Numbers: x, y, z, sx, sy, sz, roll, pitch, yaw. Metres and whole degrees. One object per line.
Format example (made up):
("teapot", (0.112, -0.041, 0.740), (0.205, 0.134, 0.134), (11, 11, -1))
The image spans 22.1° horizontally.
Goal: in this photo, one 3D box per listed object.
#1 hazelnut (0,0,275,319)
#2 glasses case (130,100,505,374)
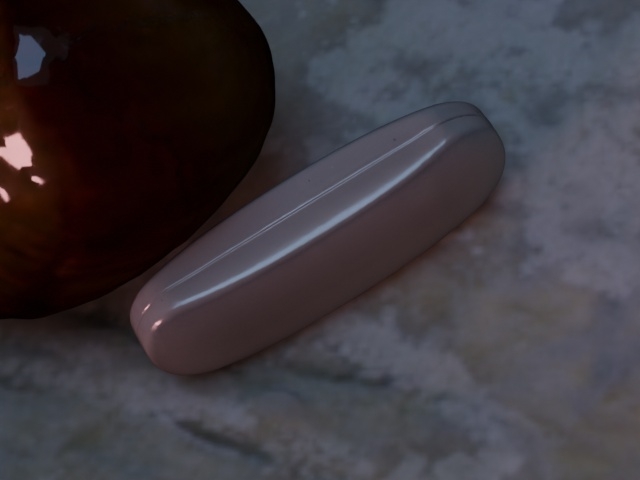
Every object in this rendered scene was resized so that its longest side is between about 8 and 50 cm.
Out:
("hazelnut", (-0.135, -0.072, 0.774), (0.251, 0.217, 0.217), (12, 66, 44))
("glasses case", (0.000, 0.000, 0.769), (0.193, 0.074, 0.049), (-31, 61, -1))
